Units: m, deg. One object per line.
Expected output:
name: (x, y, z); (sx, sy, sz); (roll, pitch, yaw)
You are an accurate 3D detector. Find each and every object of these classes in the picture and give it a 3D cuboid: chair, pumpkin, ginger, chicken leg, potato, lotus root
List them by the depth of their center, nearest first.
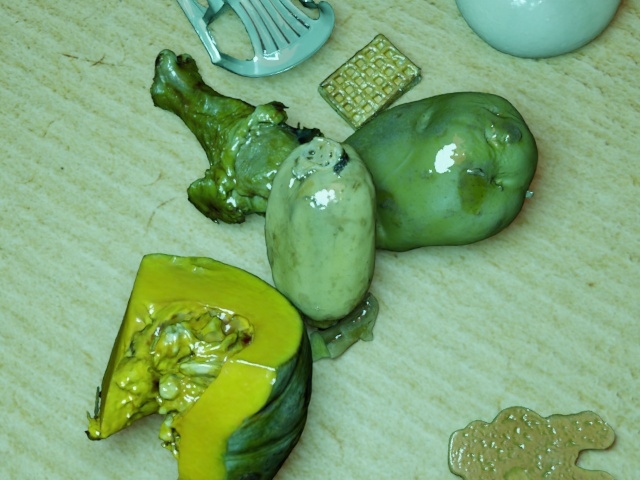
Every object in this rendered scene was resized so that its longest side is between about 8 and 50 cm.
pumpkin: (-0.152, 0.173, 1.127); (0.303, 0.256, 0.225); (24, 115, 12)
lotus root: (0.000, 0.000, 1.148); (0.146, 0.284, 0.160); (-9, 33, -13)
potato: (0.140, -0.091, 1.231); (0.351, 0.202, 0.218); (-12, 99, 24)
ginger: (0.036, 0.137, 1.262); (0.137, 0.044, 0.057); (-36, 58, -9)
chicken leg: (-0.149, -0.141, 1.310); (0.361, 0.140, 0.211); (31, 91, 32)
chair: (-0.121, -0.398, 1.345); (0.203, 0.190, 0.274); (-35, 105, -7)

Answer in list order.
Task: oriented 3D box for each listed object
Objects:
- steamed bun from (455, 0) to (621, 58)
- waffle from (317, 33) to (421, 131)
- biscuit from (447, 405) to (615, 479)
steamed bun: (0.348, -0.437, 1.335); (0.283, 0.177, 0.282); (0, 75, 1)
waffle: (0.080, -0.254, 1.365); (0.148, 0.042, 0.102); (-42, 79, -9)
biscuit: (0.301, 0.311, 1.207); (0.236, 0.040, 0.144); (2, 68, 4)
